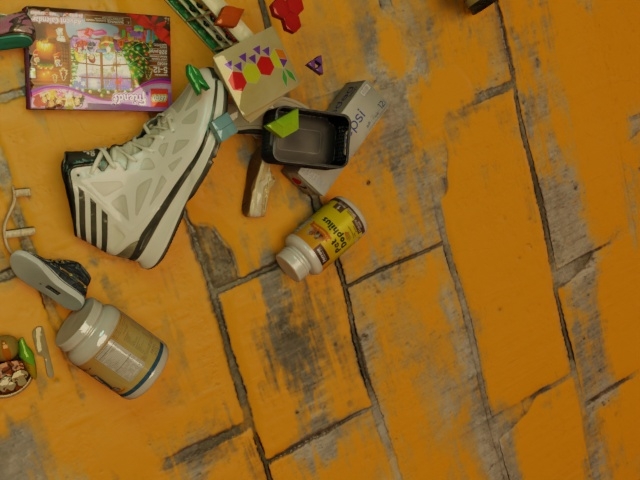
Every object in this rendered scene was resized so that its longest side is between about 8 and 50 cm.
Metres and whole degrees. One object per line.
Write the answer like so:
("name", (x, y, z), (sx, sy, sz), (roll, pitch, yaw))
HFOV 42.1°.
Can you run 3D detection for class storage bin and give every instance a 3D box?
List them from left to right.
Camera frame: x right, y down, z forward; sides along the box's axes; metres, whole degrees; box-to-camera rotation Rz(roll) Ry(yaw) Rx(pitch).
("storage bin", (-0.032, -0.225, 1.839), (0.180, 0.084, 0.122), (5, 90, -24))

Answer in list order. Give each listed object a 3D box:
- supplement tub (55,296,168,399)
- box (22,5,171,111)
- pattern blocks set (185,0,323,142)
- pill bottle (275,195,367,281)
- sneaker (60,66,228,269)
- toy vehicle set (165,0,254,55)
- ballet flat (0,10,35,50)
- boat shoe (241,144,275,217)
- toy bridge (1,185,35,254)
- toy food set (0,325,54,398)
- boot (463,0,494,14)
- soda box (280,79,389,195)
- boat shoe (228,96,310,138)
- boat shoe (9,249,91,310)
("supplement tub", (-0.435, 0.224, 1.739), (0.200, 0.144, 0.144), (42, 76, -25))
("box", (-0.454, -0.367, 1.711), (0.293, 0.057, 0.200), (-4, 99, -28))
("pattern blocks set", (-0.127, -0.346, 1.706), (0.325, 0.026, 0.285), (-27, 103, -34))
("pill bottle", (0.000, 0.000, 1.965), (0.215, 0.117, 0.117), (-41, 113, -18))
("sneaker", (-0.371, -0.176, 1.690), (0.258, 0.169, 0.447), (22, 97, -28))
("toy vehicle set", (-0.219, -0.454, 1.768), (0.267, 0.166, 0.035), (45, 74, -24))
("ballet flat", (-0.656, -0.389, 1.583), (0.222, 0.077, 0.079), (-16, 73, -8))
("boat shoe", (-0.135, -0.134, 1.913), (0.059, 0.063, 0.170), (9, 101, -32))
("toy bridge", (-0.610, -0.017, 1.684), (0.063, 0.026, 0.188), (-9, 101, -27))
("toy food set", (-0.643, 0.259, 1.690), (0.192, 0.038, 0.132), (-18, 104, -26))
("boot", (0.349, -0.708, 2.077), (0.089, 0.236, 0.269), (-29, 89, 19))
("soda box", (0.035, -0.243, 1.968), (0.091, 0.098, 0.286), (41, 77, -25))
("boat shoe", (-0.142, -0.276, 1.879), (0.255, 0.079, 0.095), (-8, 101, -25))
("boat shoe", (-0.547, 0.061, 1.690), (0.183, 0.065, 0.083), (48, 32, -34))
